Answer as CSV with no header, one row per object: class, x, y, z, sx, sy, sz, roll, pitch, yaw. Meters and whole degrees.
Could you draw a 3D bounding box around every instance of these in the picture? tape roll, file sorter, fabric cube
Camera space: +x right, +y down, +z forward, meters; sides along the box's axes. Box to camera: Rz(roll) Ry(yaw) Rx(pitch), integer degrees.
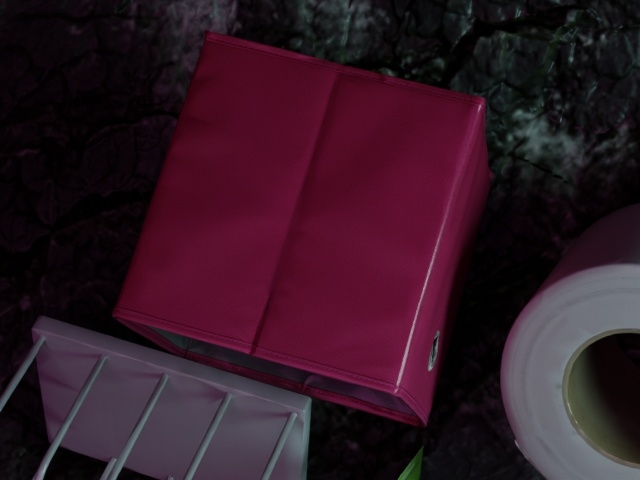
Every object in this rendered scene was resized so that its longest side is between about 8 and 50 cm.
tape roll,0.297,0.104,1.311,0.246,0.169,0.246,9,114,21
file sorter,-0.169,0.230,1.420,0.277,0.173,0.193,15,139,11
fabric cube,0.000,0.000,1.331,0.259,0.254,0.258,15,79,12

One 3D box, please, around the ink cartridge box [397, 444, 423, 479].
ink cartridge box,0.111,0.341,1.397,0.097,0.189,0.255,7,96,13
